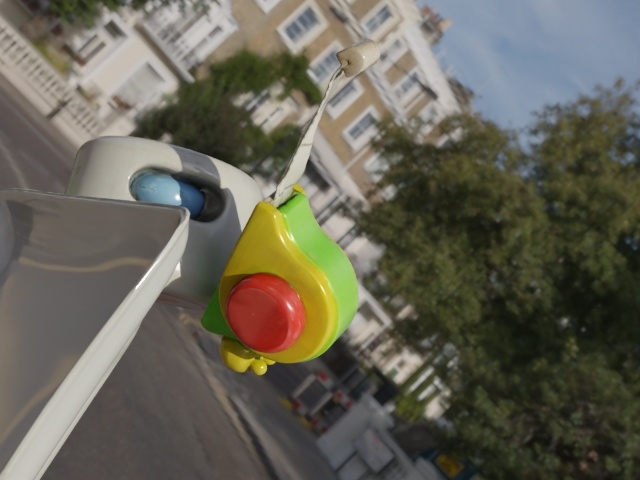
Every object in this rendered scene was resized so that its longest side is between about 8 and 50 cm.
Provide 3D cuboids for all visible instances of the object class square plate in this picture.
[{"bbox_3d":[-0.269,0.113,0.740,0.344,0.347,0.049,8,-30,50],"label":"square plate"}]

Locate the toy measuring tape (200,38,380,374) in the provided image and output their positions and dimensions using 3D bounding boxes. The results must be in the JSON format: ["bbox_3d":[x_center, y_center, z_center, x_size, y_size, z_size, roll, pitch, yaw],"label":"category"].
[{"bbox_3d":[0.000,0.000,0.801,0.121,0.330,0.121,20,33,-14],"label":"toy measuring tape"}]

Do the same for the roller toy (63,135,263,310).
[{"bbox_3d":[-0.156,-0.019,0.954,0.191,0.146,0.209,9,-11,28],"label":"roller toy"}]
